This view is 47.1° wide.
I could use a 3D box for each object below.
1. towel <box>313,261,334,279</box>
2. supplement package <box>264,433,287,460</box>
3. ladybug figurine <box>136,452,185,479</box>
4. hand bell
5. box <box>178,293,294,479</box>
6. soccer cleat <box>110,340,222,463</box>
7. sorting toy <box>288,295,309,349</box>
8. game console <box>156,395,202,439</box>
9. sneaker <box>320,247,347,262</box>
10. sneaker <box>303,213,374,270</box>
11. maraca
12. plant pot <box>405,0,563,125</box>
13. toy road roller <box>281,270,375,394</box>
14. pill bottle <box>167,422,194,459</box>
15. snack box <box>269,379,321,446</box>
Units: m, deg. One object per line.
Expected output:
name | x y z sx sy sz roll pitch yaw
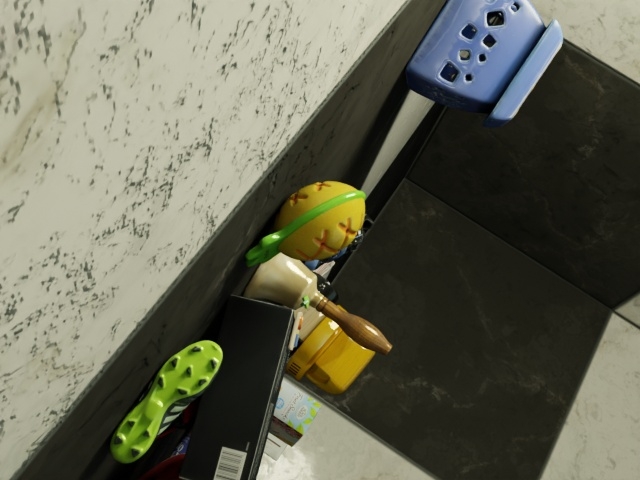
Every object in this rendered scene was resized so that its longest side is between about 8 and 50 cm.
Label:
towel | -0.082 0.228 2.169 0.317 0.053 0.332 -53 173 -34
supplement package | -0.143 0.386 1.691 0.145 0.204 0.262 -56 175 -13
ladybug figurine | -0.249 0.468 1.145 0.305 0.162 0.449 -30 -177 10
hand bell | 0.010 0.107 1.176 0.126 0.242 0.126 -56 174 -9
box | -0.115 0.229 1.097 0.184 0.103 0.261 84 20 -75
soccer cleat | -0.191 0.195 0.905 0.179 0.060 0.072 -48 -178 -18
sorting toy | -0.031 0.122 1.098 0.062 0.012 0.083 72 31 -84
game console | -0.219 0.238 1.126 0.144 0.085 0.124 -36 128 -78
sneaker | 0.000 0.000 1.452 0.087 0.083 0.221 -42 166 -14
sneaker | 0.046 0.000 1.716 0.232 0.090 0.081 -53 174 -38
maraca | -0.020 -0.016 0.993 0.186 0.099 0.127 -29 166 -12
plant pot | 0.309 -0.345 1.376 0.236 0.212 0.236 -56 175 8
toy road roller | -0.016 0.250 1.724 0.202 0.240 0.329 -46 172 -22
pill bottle | -0.285 0.513 1.595 0.219 0.123 0.123 -54 174 -25
snack box | -0.111 0.286 1.344 0.070 0.207 0.174 -54 175 -23
